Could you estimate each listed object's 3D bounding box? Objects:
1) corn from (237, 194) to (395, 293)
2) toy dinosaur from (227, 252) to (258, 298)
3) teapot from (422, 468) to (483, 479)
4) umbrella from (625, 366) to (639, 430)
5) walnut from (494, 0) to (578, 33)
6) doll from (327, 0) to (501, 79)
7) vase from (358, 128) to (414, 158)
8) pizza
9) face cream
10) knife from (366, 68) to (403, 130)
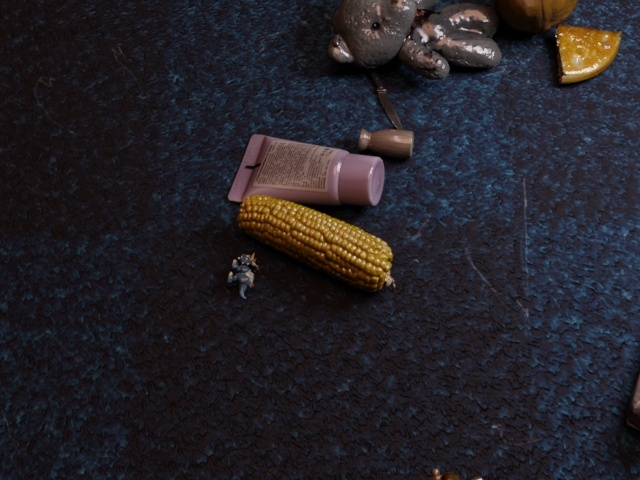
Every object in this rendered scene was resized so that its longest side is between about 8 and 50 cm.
[{"bbox_3d":[0.000,0.000,1.608,0.310,0.101,0.101,26,66,13],"label":"corn"},{"bbox_3d":[-0.134,0.060,1.616,0.047,0.030,0.083,12,63,9],"label":"toy dinosaur"},{"bbox_3d":[0.208,0.386,1.419,0.110,0.085,0.080,0,62,-22],"label":"teapot"},{"bbox_3d":[0.578,0.163,1.523,0.067,0.073,0.337,27,59,7],"label":"umbrella"},{"bbox_3d":[0.422,-0.489,1.807,0.167,0.207,0.167,-2,82,15],"label":"walnut"},{"bbox_3d":[0.191,-0.428,1.798,0.340,0.158,0.246,5,65,3],"label":"doll"},{"bbox_3d":[0.122,-0.183,1.731,0.100,0.053,0.053,7,62,8],"label":"vase"},{"bbox_3d":[0.512,-0.375,1.834,0.131,0.041,0.178,35,68,14],"label":"pizza"},{"bbox_3d":[-0.025,-0.120,1.688,0.274,0.096,0.154,9,65,20],"label":"face cream"},{"bbox_3d":[0.125,-0.276,1.803,0.023,0.010,0.170,-19,65,-10],"label":"knife"}]
